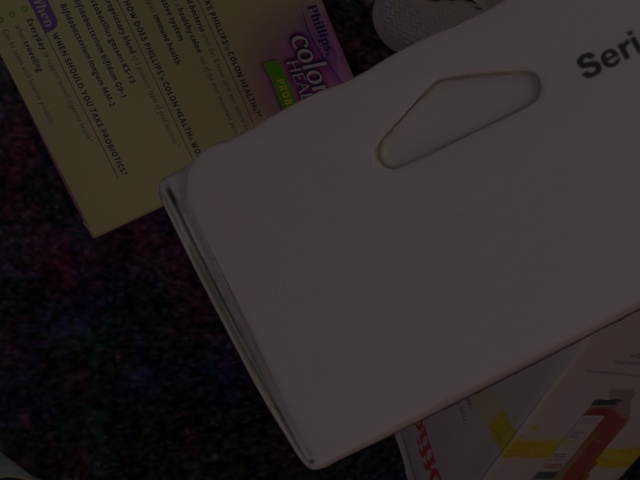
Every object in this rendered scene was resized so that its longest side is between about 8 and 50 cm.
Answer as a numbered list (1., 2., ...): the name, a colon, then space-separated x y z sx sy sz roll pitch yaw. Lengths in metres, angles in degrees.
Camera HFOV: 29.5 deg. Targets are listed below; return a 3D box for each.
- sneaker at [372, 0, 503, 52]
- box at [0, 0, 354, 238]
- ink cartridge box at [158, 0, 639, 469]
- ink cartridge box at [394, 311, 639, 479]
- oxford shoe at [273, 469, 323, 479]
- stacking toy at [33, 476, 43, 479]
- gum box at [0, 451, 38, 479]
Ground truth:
1. sneaker: 0.144 -0.322 1.574 0.137 0.366 0.210 47 142 -10
2. box: -0.120 -0.158 0.970 0.243 0.117 0.213 -25 110 -3
3. ink cartridge box: 0.065 0.001 0.534 0.201 0.278 0.117 -27 81 0
4. ink cartridge box: 0.209 0.068 1.143 0.385 0.160 0.279 117 150 -41
5. oxford shoe: -0.035 0.311 1.358 0.096 0.227 0.083 -9 58 3
6. stacking toy: -0.476 0.510 1.767 0.350 0.350 0.480 49 126 22
7. gum box: -0.356 0.318 1.318 0.184 0.157 0.041 35 128 5
